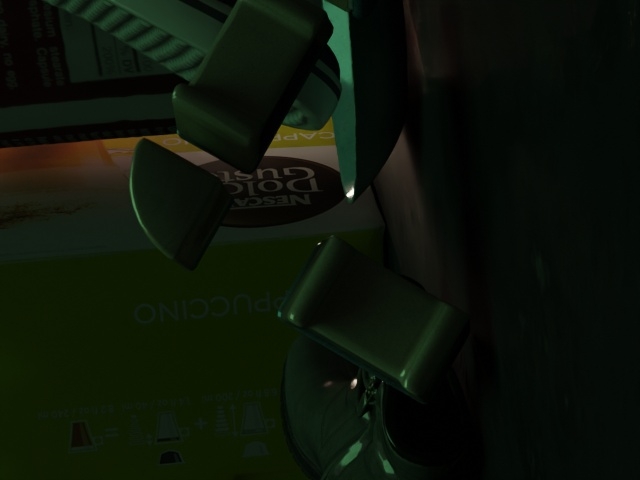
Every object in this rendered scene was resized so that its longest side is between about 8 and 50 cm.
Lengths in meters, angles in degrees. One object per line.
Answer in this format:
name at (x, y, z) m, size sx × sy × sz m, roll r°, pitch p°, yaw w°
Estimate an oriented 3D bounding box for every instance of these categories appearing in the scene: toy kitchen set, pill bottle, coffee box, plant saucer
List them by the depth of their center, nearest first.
toy kitchen set at (0.029, -0.054, 0.678) m, size 0.207 × 0.166 × 0.122 m, roll -60°, pitch -4°, yaw -3°
plant saucer at (0.026, -0.119, 0.855) m, size 0.195 × 0.037 × 0.195 m, roll 175°, pitch 90°, yaw -88°
pill bottle at (-0.171, -0.183, 1.055) m, size 0.224 × 0.392 × 0.224 m, roll 175°, pitch 90°, yaw -88°
coffee box at (-0.125, 0.088, 1.206) m, size 0.334 × 0.338 × 0.338 m, roll -104°, pitch 10°, yaw -66°

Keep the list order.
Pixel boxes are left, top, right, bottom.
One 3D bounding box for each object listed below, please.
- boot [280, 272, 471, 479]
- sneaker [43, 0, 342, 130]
boot at (0.036, 0.081, 0.789) m, size 0.246 × 0.083 × 0.161 m, roll -109°, pitch 21°, yaw -55°
sneaker at (-0.106, -0.182, 0.852) m, size 0.127 × 0.321 × 0.126 m, roll -58°, pitch -21°, yaw -6°
